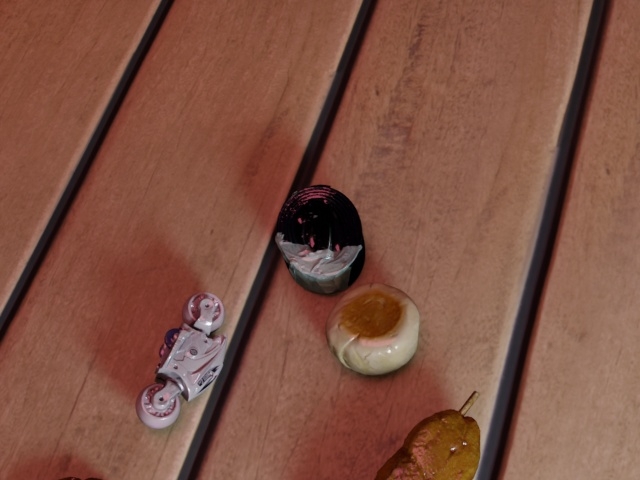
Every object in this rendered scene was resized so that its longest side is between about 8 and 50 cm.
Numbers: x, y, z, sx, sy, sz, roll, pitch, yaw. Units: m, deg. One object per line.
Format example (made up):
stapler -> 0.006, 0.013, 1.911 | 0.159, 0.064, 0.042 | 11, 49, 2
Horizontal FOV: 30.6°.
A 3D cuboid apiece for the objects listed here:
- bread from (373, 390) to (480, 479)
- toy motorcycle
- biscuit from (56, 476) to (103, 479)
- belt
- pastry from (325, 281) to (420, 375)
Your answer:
bread -> 0.144, 0.362, 1.738 | 0.124, 0.084, 0.344 | 37, 67, 6
toy motorcycle -> -0.216, 0.199, 1.922 | 0.112, 0.112, 0.254 | 12, 57, 18
biscuit -> -0.381, 0.463, 1.792 | 0.225, 0.042, 0.226 | -6, 54, 8
belt -> 0.000, 0.000, 2.022 | 0.151, 0.078, 0.198 | -14, 55, -2
pastry -> 0.087, 0.144, 1.897 | 0.156, 0.092, 0.156 | -3, 56, 5
